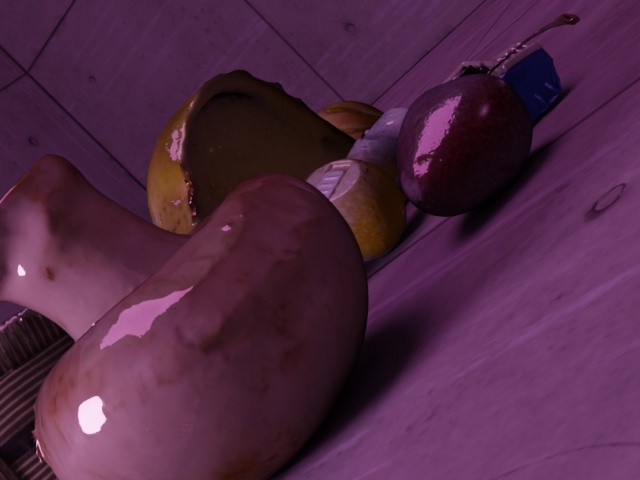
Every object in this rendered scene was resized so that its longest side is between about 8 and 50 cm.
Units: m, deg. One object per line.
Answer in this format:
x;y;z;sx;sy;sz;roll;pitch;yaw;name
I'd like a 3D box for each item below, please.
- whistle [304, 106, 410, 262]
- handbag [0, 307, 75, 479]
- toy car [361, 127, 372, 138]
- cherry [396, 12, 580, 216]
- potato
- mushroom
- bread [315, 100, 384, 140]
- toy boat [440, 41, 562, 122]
0.054;-0.056;1.149;0.123;0.123;0.223;-35;21;56;whistle
-0.257;0.183;1.052;0.240;0.247;0.340;-43;-4;4;handbag
0.034;-0.078;1.423;0.216;0.103;0.063;-20;-31;11;toy car
0.139;-0.094;0.906;0.148;0.115;0.188;-26;-2;-39;cherry
-0.095;-0.030;1.251;0.212;0.280;0.330;-36;12;43;potato
-0.119;0.051;0.799;0.297;0.290;0.297;-45;7;7;mushroom
0.049;-0.144;1.584;0.158;0.156;0.261;-45;7;12;bread
0.163;-0.148;1.177;0.129;0.088;0.295;-46;7;-4;toy boat
